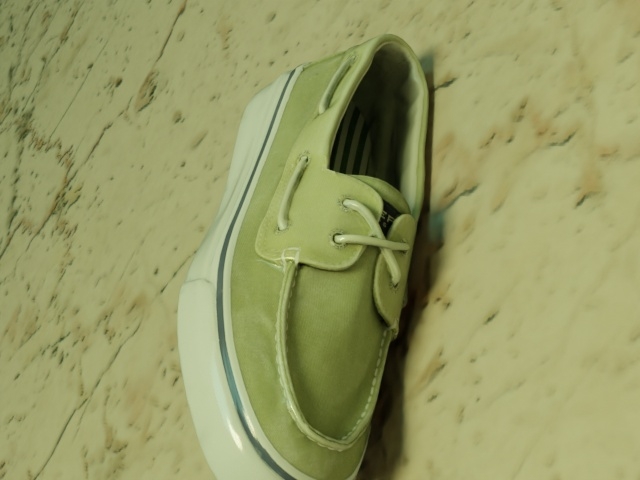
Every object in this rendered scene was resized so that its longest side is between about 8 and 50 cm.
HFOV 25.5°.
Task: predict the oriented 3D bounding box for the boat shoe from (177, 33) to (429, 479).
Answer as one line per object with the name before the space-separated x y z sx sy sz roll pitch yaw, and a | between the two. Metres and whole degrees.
boat shoe | 0.000 0.000 0.726 0.094 0.109 0.302 -35 35 34
